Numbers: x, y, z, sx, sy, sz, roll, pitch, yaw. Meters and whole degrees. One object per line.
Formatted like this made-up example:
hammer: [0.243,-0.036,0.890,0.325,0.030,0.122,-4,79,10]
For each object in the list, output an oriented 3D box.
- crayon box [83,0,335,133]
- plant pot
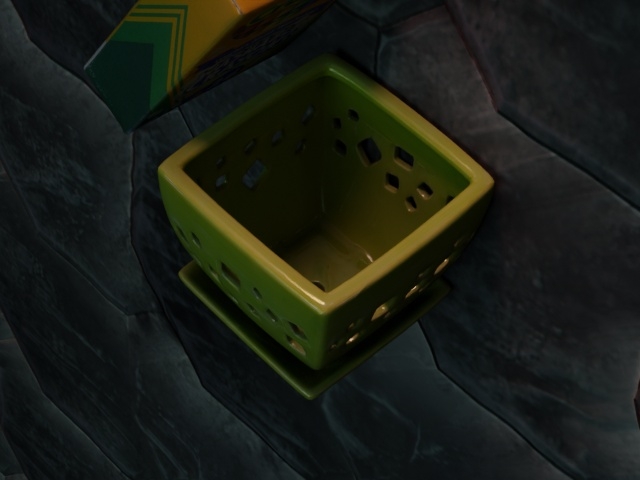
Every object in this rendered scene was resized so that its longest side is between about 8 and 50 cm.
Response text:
crayon box: [-0.061,-0.222,1.392,0.083,0.203,0.323,57,148,1]
plant pot: [0.000,0.000,1.489,0.227,0.228,0.207,41,150,24]
